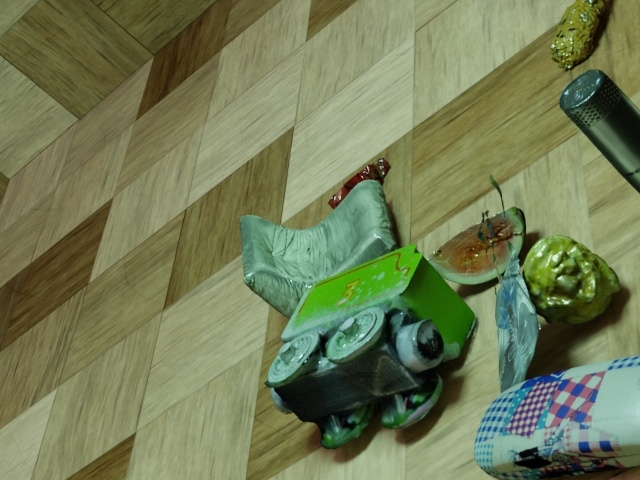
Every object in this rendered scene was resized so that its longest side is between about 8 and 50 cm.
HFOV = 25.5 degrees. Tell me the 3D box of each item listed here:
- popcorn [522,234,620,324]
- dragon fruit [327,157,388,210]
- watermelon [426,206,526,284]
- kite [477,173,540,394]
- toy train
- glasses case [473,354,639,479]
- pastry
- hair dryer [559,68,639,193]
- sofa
[{"bbox_3d":[0.309,0.053,1.792,0.106,0.121,0.116,-48,32,-1],"label":"popcorn"},{"bbox_3d":[0.065,-0.098,2.473,0.131,0.063,0.097,-49,25,0],"label":"dragon fruit"},{"bbox_3d":[0.239,0.022,2.021,0.163,0.087,0.069,-33,60,27],"label":"watermelon"},{"bbox_3d":[0.244,0.049,1.846,0.169,0.015,0.310,105,164,-54],"label":"kite"},{"bbox_3d":[0.071,0.147,2.013,0.307,0.173,0.249,-24,26,44],"label":"toy train"},{"bbox_3d":[0.308,0.205,1.635,0.327,0.076,0.125,-19,37,47],"label":"glasses case"},{"bbox_3d":[0.411,-0.342,2.255,0.080,0.056,0.140,-37,28,51],"label":"pastry"},{"bbox_3d":[0.458,-0.124,1.612,0.284,0.320,0.156,-38,25,0],"label":"hair dryer"},{"bbox_3d":[0.000,0.000,2.310,0.225,0.176,0.210,-41,26,19],"label":"sofa"}]
